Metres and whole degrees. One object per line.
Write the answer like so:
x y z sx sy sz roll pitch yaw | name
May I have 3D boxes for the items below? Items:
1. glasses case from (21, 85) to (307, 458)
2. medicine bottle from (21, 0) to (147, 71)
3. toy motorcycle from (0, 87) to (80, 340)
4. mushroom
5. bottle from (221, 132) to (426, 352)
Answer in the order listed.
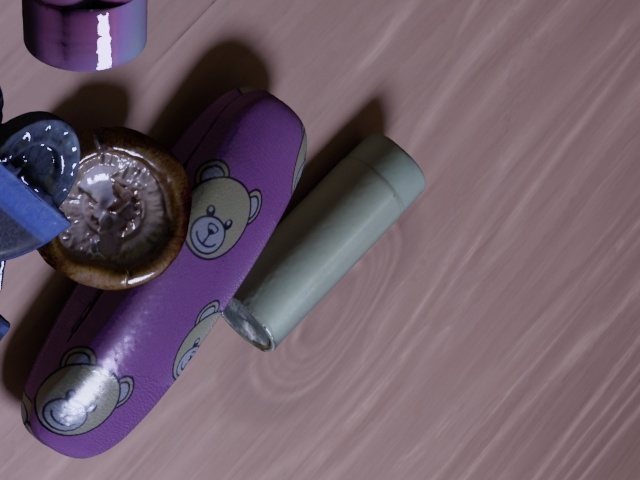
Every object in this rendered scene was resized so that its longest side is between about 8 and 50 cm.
-0.117 0.025 1.433 0.316 0.075 0.123 -56 150 -4 | glasses case
-0.143 -0.202 1.148 0.094 0.119 0.188 -31 140 -38 | medicine bottle
-0.277 -0.040 1.095 0.213 0.125 0.358 -53 147 -6 | toy motorcycle
-0.150 -0.024 1.336 0.123 0.052 0.123 -3 99 -24 | mushroom
0.000 0.000 1.588 0.201 0.072 0.072 -46 148 -21 | bottle
